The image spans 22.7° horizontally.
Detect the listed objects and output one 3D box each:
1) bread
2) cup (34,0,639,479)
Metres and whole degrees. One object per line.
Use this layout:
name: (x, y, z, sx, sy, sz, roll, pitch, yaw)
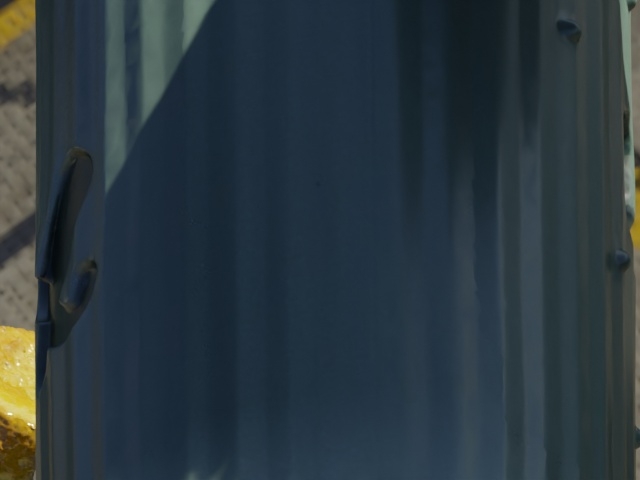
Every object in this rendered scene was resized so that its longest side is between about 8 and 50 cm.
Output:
bread: (-0.337, 0.169, 1.593, 0.143, 0.139, 0.229, -56, 19, 15)
cup: (0.022, -0.005, 0.814, 0.310, 0.401, 0.392, -10, 62, 21)
